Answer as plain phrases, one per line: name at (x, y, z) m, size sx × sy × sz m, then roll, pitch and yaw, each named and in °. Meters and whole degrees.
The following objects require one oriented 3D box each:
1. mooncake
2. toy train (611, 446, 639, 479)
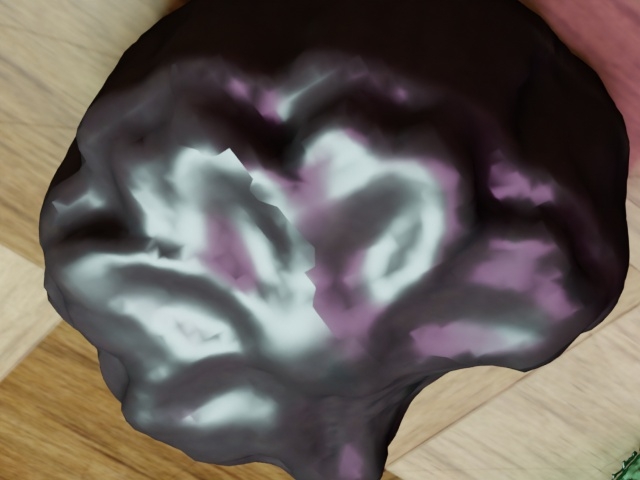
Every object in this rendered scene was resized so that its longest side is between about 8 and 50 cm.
mooncake at (0.000, 0.000, 0.788) m, size 0.350 × 0.212 × 0.381 m, roll 29°, pitch 127°, yaw -11°
toy train at (0.283, 0.297, 1.024) m, size 0.154 × 0.115 × 0.269 m, roll 39°, pitch 94°, yaw -27°
